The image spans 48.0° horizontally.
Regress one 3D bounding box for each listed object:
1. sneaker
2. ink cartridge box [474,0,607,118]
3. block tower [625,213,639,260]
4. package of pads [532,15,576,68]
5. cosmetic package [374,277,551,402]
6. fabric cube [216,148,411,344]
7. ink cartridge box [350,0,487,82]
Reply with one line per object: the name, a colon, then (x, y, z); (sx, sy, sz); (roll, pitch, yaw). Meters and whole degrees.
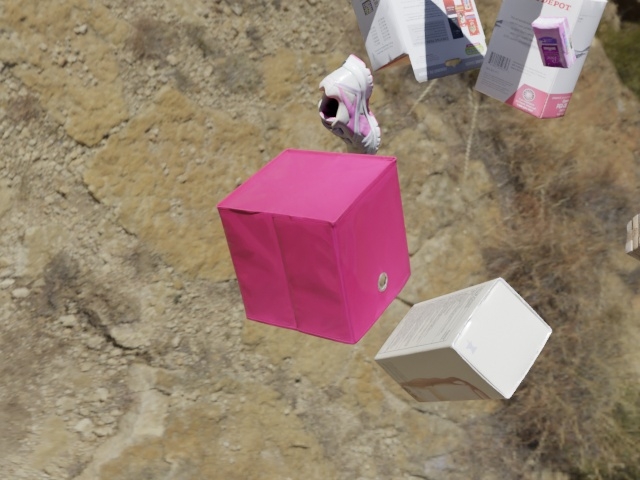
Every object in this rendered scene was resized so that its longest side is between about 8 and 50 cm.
sneaker: (0.051, -0.261, 1.515); (0.111, 0.103, 0.252); (-28, 132, -15)
ink cartridge box: (0.513, -0.456, 1.689); (0.117, 0.207, 0.283); (-11, 126, -40)
block tower: (0.702, -0.059, 1.312); (0.097, 0.335, 0.091); (26, 52, -8)
package of pads: (0.368, -0.313, 1.133); (0.032, 0.050, 0.083); (-48, 131, -21)
cosmetic package: (0.233, 0.181, 1.234); (0.129, 0.296, 0.153); (44, 68, -5)
fabric cube: (0.000, 0.000, 1.362); (0.254, 0.259, 0.258); (-44, 134, -45)
ink cartridge box: (0.256, -0.526, 1.795); (0.309, 0.130, 0.272); (-20, 94, -38)
